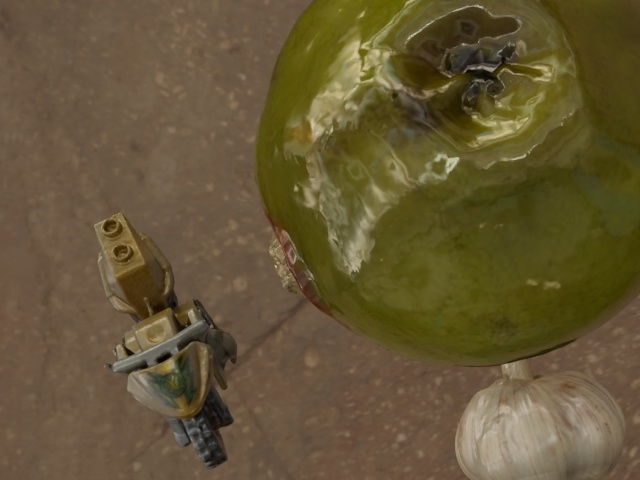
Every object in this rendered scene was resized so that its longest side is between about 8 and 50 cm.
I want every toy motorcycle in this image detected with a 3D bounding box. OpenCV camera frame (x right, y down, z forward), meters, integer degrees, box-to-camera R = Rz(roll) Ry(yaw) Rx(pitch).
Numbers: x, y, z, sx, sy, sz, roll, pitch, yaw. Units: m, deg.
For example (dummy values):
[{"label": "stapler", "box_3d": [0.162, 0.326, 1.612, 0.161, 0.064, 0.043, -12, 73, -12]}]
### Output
[{"label": "toy motorcycle", "box_3d": [-0.129, 0.071, 0.853, 0.094, 0.130, 0.229, -26, 62, -3]}]

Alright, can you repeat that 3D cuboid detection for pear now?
[{"label": "pear", "box_3d": [0.108, -0.053, 0.723, 0.287, 0.375, 0.288, -3, 78, 15]}]

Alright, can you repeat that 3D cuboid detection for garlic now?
[{"label": "garlic", "box_3d": [0.243, 0.169, 1.196, 0.199, 0.199, 0.226, -17, 78, 26]}]

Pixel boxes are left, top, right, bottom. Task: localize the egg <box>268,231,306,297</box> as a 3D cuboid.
[{"label": "egg", "box_3d": [0.000, 0.000, 1.216, 0.116, 0.118, 0.140, 16, 78, 12]}]
